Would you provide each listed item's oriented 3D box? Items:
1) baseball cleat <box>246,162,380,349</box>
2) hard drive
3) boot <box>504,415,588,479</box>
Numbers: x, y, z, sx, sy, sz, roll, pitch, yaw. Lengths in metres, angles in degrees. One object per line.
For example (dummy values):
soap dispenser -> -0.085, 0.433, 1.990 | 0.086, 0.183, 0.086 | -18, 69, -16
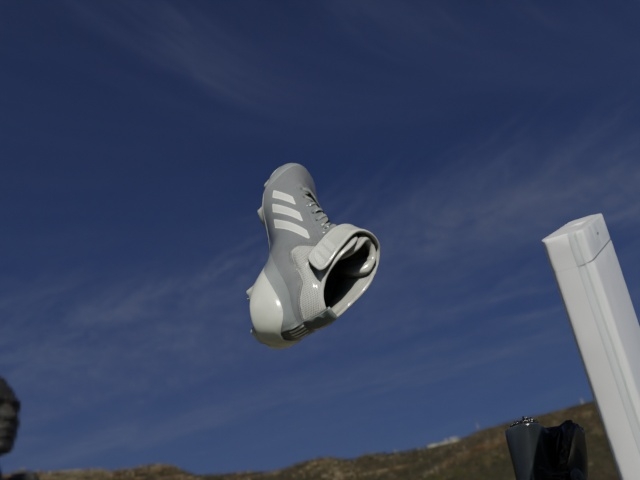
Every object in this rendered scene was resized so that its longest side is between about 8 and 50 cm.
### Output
baseball cleat -> 0.000, 0.000, 0.688 | 0.110, 0.205, 0.072 | -22, -51, 23
hard drive -> 0.336, 0.151, 0.942 | 0.047, 0.352, 0.233 | -18, -1, 24
boot -> 0.360, 0.350, 1.139 | 0.247, 0.207, 0.094 | 17, -34, -23
